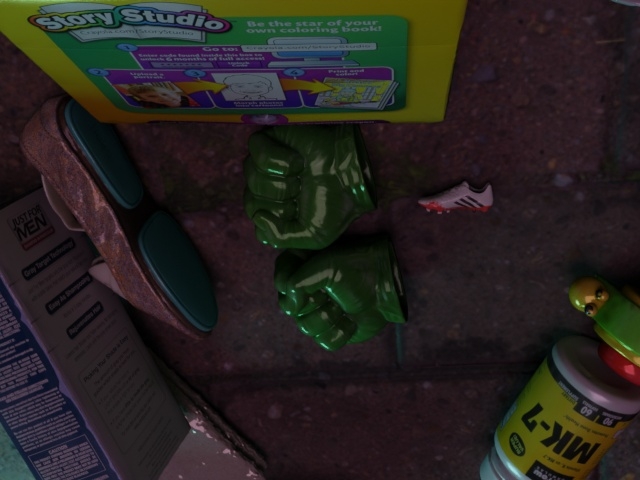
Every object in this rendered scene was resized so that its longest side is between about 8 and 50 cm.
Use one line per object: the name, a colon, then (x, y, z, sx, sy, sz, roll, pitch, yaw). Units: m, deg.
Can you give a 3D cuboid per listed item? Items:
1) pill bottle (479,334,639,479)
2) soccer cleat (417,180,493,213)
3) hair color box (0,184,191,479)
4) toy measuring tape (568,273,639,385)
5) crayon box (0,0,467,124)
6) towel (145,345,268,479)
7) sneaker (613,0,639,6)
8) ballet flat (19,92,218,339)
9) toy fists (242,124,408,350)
pill bottle: (0.283, 0.226, 1.082, 0.119, 0.119, 0.208, 22, 118, -7)
soccer cleat: (0.149, -0.049, 0.999, 0.083, 0.029, 0.036, 1, 110, 1)
hair color box: (-0.293, 0.125, 1.017, 0.105, 0.174, 0.347, -22, 102, 18)
toy measuring tape: (0.420, 0.135, 1.018, 0.330, 0.121, 0.121, 30, 117, -11)
crayon box: (-0.065, -0.193, 0.783, 0.363, 0.313, 0.106, 1, 80, 5)
towel: (-0.219, 0.260, 1.189, 0.187, 0.049, 0.282, -34, 109, 19)
sneaker: (0.266, -0.310, 0.791, 0.321, 0.124, 0.180, 9, 120, 0)
ballet flat: (-0.229, -0.015, 1.018, 0.106, 0.107, 0.316, -21, 106, 25)
toy fists: (0.000, 0.000, 1.000, 0.142, 0.096, 0.279, -12, 118, 13)
